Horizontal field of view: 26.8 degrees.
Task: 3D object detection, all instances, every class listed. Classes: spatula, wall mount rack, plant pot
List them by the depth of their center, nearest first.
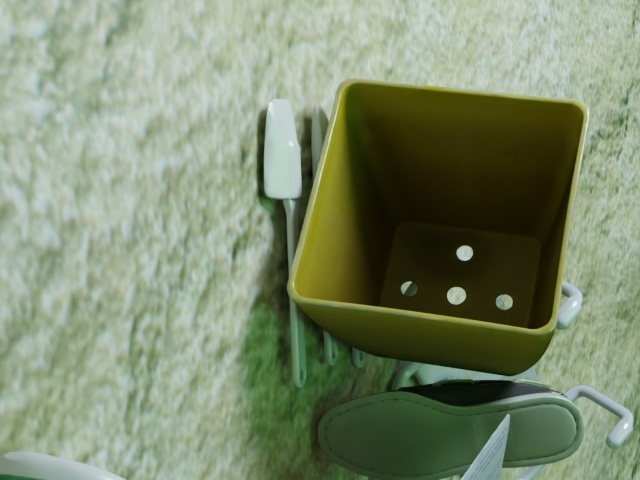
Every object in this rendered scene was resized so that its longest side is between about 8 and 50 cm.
[{"bbox_3d":[0.110,0.008,1.153,0.187,0.212,0.212,71,30,-61],"label":"plant pot"},{"bbox_3d":[0.000,0.000,1.160,0.168,0.019,0.242,-10,100,-64],"label":"spatula"},{"bbox_3d":[0.156,0.197,1.325,0.304,0.130,0.350,-40,130,-12],"label":"wall mount rack"}]

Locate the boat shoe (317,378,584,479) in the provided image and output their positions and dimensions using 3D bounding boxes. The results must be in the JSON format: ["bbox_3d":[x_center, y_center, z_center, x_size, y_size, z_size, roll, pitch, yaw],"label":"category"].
[{"bbox_3d":[0.112,0.163,1.176,0.069,0.227,0.081,-81,169,-81],"label":"boat shoe"}]

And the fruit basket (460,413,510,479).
[{"bbox_3d":[0.044,0.345,1.024,0.327,0.165,0.353,-39,138,-52],"label":"fruit basket"}]

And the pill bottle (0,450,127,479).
[{"bbox_3d":[-0.170,0.239,0.774,0.117,0.117,0.208,49,50,-48],"label":"pill bottle"}]
